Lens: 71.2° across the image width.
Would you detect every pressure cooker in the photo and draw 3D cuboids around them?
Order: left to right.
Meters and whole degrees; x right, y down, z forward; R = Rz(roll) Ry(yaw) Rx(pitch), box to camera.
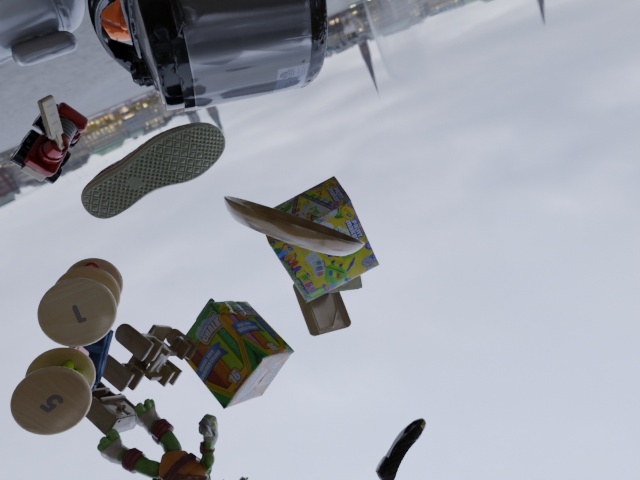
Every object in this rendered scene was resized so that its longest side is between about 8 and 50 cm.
[{"bbox_3d":[-0.233,-0.458,0.896,0.420,0.370,0.375,-17,-135,-15],"label":"pressure cooker"}]

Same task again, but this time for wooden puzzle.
[{"bbox_3d":[0.005,0.258,1.765,0.044,0.221,0.239,-33,160,36],"label":"wooden puzzle"}]

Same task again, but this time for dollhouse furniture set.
[{"bbox_3d":[-0.447,0.289,1.032,0.161,0.212,0.242,31,-95,18],"label":"dollhouse furniture set"}]

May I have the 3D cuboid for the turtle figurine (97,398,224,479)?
[{"bbox_3d":[-0.305,0.408,0.862,0.266,0.274,0.198,19,-105,28],"label":"turtle figurine"}]

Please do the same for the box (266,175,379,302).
[{"bbox_3d":[0.000,0.000,1.461,0.279,0.290,0.177,-27,-143,1],"label":"box"}]

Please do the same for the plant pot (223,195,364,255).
[{"bbox_3d":[-0.045,-0.020,0.722,0.236,0.032,0.236,20,-175,-2],"label":"plant pot"}]

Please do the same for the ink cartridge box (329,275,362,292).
[{"bbox_3d":[0.092,0.154,1.736,0.140,0.082,0.191,-8,174,6],"label":"ink cartridge box"}]

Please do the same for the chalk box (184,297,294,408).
[{"bbox_3d":[-0.256,0.285,1.248,0.289,0.179,0.180,40,-79,23],"label":"chalk box"}]

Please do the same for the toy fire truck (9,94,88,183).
[{"bbox_3d":[-0.721,-0.306,1.220,0.246,0.158,0.217,-20,-132,33],"label":"toy fire truck"}]

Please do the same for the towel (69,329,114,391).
[{"bbox_3d":[-0.413,0.203,0.791,0.029,0.067,0.119,-52,-150,33],"label":"towel"}]

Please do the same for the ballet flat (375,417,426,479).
[{"bbox_3d":[0.197,0.497,1.063,0.173,0.049,0.057,-48,179,-12],"label":"ballet flat"}]

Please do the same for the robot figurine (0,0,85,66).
[{"bbox_3d":[-0.643,-0.493,0.912,0.353,0.300,0.200,-42,-171,-24],"label":"robot figurine"}]

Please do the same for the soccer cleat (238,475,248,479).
[{"bbox_3d":[-0.180,0.660,1.104,0.072,0.060,0.179,-25,-153,-19],"label":"soccer cleat"}]

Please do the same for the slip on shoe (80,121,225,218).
[{"bbox_3d":[-0.366,-0.165,0.983,0.331,0.123,0.101,-30,-145,-3],"label":"slip on shoe"}]

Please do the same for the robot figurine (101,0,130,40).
[{"bbox_3d":[-0.576,-0.676,1.285,0.158,0.219,0.128,30,-146,2],"label":"robot figurine"}]

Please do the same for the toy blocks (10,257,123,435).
[{"bbox_3d":[-0.215,0.079,0.396,0.054,0.123,0.148,17,180,-22],"label":"toy blocks"}]
